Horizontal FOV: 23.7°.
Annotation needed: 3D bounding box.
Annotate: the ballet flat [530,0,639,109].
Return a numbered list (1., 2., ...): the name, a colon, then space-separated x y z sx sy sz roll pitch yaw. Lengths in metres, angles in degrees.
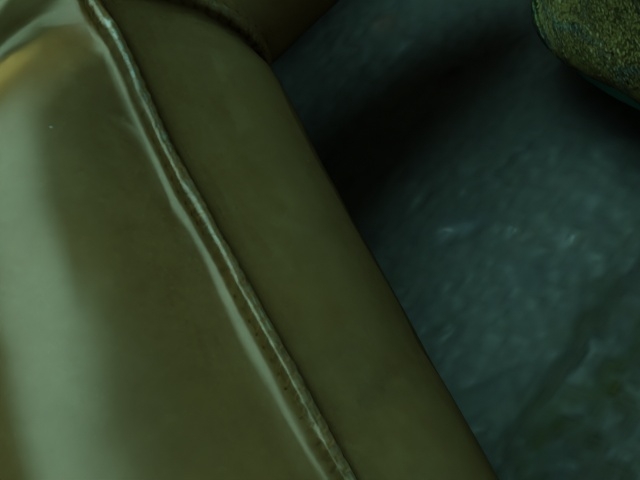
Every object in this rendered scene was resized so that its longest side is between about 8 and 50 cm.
1. ballet flat: 0.178 -0.042 0.357 0.123 0.123 0.348 -42 46 -11

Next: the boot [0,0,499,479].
1. boot: 0.000 0.000 0.402 0.236 0.089 0.269 -21 68 -15
